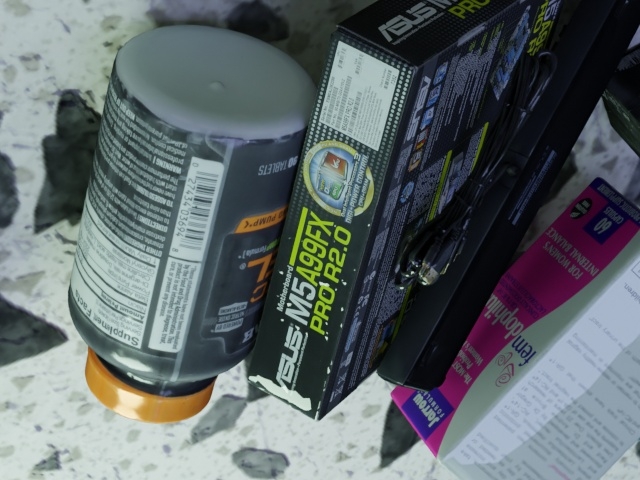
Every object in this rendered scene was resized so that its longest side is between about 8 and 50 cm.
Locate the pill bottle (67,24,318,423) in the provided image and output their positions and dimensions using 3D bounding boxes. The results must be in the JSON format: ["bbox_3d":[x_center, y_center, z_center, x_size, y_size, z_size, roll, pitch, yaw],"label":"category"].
[{"bbox_3d":[-0.087,-0.002,1.251,0.130,0.130,0.246,-3,128,-26],"label":"pill bottle"}]

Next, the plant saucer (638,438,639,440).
[{"bbox_3d":[0.308,0.142,1.657,0.192,0.018,0.067,11,121,-33],"label":"plant saucer"}]

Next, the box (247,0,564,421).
[{"bbox_3d":[0.058,-0.044,1.266,0.216,0.060,0.270,-38,150,-49],"label":"box"}]

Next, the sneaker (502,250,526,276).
[{"bbox_3d":[0.166,0.083,1.488,0.132,0.086,0.228,-47,132,11],"label":"sneaker"}]

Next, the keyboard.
[{"bbox_3d":[0.121,-0.046,1.281,0.317,0.033,0.201,-62,164,0],"label":"keyboard"}]

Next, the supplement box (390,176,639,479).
[{"bbox_3d":[0.173,0.082,1.384,0.114,0.111,0.220,40,95,-27],"label":"supplement box"}]

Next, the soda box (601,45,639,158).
[{"bbox_3d":[0.253,-0.064,1.350,0.053,0.169,0.060,-29,134,-2],"label":"soda box"}]
